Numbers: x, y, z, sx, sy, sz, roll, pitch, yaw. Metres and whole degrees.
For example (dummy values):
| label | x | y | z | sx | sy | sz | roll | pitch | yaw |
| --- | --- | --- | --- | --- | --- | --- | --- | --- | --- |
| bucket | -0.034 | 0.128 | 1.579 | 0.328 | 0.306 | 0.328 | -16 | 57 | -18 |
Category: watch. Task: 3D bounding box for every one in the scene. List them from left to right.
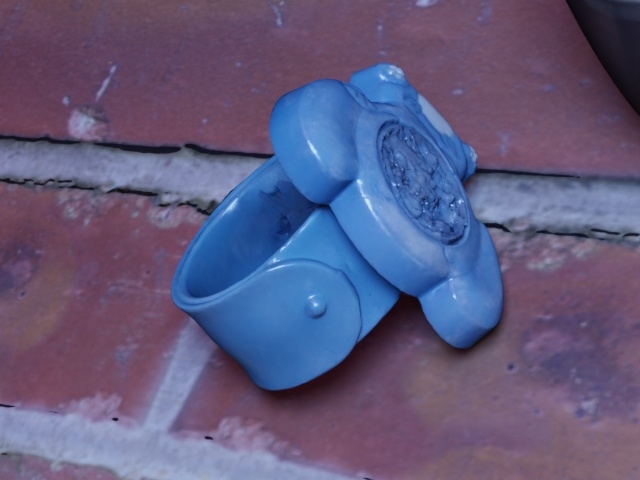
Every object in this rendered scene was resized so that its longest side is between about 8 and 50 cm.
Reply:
| label | x | y | z | sx | sy | sz | roll | pitch | yaw |
| --- | --- | --- | --- | --- | --- | --- | --- | --- | --- |
| watch | 0.000 | 0.000 | 1.037 | 0.193 | 0.211 | 0.211 | -31 | 43 | 29 |

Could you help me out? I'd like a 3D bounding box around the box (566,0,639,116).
| label | x | y | z | sx | sy | sz | roll | pitch | yaw |
| --- | --- | --- | --- | --- | --- | --- | --- | --- | --- |
| box | 0.295 | -0.195 | 0.985 | 0.301 | 0.216 | 0.301 | -15 | 51 | 19 |
